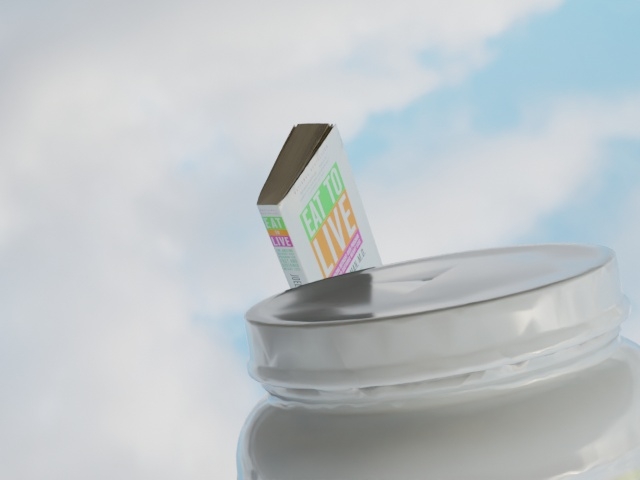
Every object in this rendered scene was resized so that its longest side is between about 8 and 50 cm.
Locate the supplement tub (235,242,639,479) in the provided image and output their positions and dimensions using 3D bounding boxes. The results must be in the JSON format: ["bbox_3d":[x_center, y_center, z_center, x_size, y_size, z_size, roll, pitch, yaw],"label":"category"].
[{"bbox_3d":[0.084,0.179,0.860,0.235,0.325,0.235,-10,-174,1],"label":"supplement tub"}]

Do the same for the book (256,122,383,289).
[{"bbox_3d":[0.000,0.000,1.174,0.035,0.144,0.096,1,-139,28],"label":"book"}]
